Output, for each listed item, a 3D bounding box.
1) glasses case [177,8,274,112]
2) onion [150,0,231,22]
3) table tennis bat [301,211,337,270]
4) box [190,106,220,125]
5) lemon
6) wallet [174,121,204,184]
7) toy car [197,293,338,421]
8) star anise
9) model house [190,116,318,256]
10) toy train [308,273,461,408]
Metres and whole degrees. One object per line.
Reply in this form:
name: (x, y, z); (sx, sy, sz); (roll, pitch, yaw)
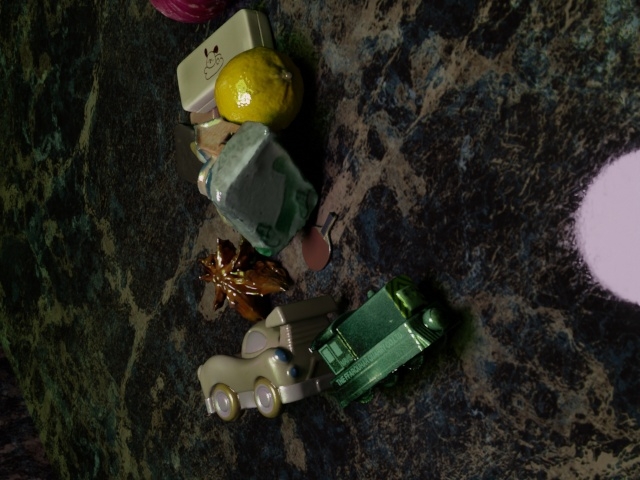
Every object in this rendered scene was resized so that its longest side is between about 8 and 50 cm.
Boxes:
glasses case: (-0.234, -0.426, 2.048); (0.312, 0.070, 0.131); (-25, 70, 46)
onion: (-0.302, -0.631, 2.000); (0.230, 0.272, 0.256); (45, 164, 30)
table tennis bat: (0.000, 0.000, 1.901); (0.095, 0.014, 0.158); (54, 135, 32)
box: (-0.297, -0.321, 2.195); (0.115, 0.025, 0.048); (-13, 81, 50)
lemon: (-0.134, -0.324, 1.868); (0.231, 0.192, 0.192); (-15, 84, 54)
wallet: (-0.282, -0.200, 2.165); (0.309, 0.042, 0.165); (25, 128, 46)
toy car: (-0.106, 0.263, 1.892); (0.336, 0.242, 0.227); (-16, 86, 49)
star anise: (-0.180, 0.045, 2.032); (0.237, 0.148, 0.347); (-6, 89, 28)
model house: (-0.208, -0.139, 1.880); (0.324, 0.267, 0.194); (26, 73, 39)
toy train: (0.116, 0.197, 1.675); (0.178, 0.138, 0.330); (54, 133, 10)
